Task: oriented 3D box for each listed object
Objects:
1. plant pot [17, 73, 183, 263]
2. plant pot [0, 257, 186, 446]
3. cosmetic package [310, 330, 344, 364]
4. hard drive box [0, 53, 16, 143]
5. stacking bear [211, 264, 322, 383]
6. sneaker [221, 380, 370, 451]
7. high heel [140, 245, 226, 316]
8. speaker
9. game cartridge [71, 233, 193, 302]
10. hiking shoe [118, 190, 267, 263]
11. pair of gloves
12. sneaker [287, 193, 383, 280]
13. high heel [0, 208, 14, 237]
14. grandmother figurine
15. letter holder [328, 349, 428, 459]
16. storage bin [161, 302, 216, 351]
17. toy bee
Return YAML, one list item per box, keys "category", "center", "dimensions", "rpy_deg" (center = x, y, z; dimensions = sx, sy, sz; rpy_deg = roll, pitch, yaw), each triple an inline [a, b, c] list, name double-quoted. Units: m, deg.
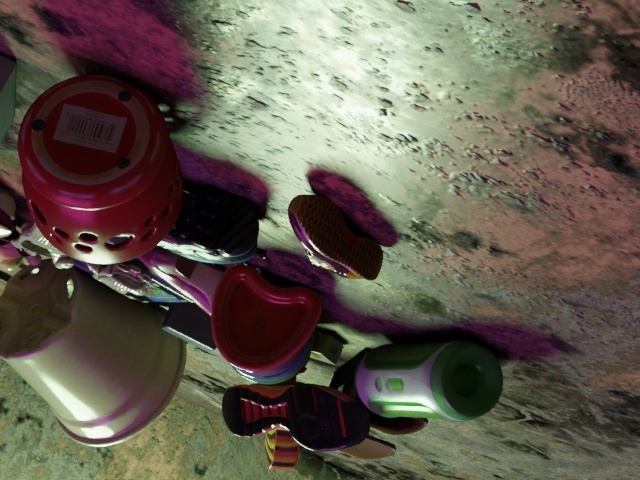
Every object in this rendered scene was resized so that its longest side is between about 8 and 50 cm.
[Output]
- category: "plant pot"
  center: [-0.262, -0.086, 1.404]
  dimensions: [0.191, 0.191, 0.174]
  rpy_deg: [22, 161, 6]
- category: "plant pot"
  center: [-0.491, 0.204, 2.402]
  dimensions: [0.334, 0.333, 0.305]
  rpy_deg: [12, 156, 36]
- category: "cosmetic package"
  center: [-0.022, 0.189, 2.190]
  dimensions: [0.115, 0.041, 0.060]
  rpy_deg: [11, 160, 38]
- category: "hard drive box"
  center: [-0.497, -0.200, 1.553]
  dimensions: [0.181, 0.089, 0.232]
  rpy_deg: [26, 163, -8]
- category: "stacking bear"
  center: [-0.082, 0.168, 2.027]
  dimensions: [0.175, 0.164, 0.289]
  rpy_deg: [21, 168, 12]
- category: "sneaker"
  center: [-0.025, 0.287, 2.091]
  dimensions: [0.314, 0.115, 0.136]
  rpy_deg: [2, -170, 40]
- category: "high heel"
  center: [-0.217, 0.069, 2.027]
  dimensions: [0.117, 0.082, 0.244]
  rpy_deg: [20, 169, 39]
- category: "speaker"
  center: [0.164, 0.222, 1.888]
  dimensions: [0.131, 0.131, 0.296]
  rpy_deg: [30, 163, -18]
- category: "game cartridge"
  center: [-0.357, 0.041, 2.171]
  dimensions: [0.230, 0.068, 0.355]
  rpy_deg: [37, 160, -26]
- category: "hiking shoe"
  center: [-0.229, -0.029, 1.667]
  dimensions: [0.304, 0.113, 0.132]
  rpy_deg: [21, 163, 9]
- category: "pair of gloves"
  center: [-0.412, 0.038, 2.067]
  dimensions: [0.240, 0.042, 0.204]
  rpy_deg: [30, 163, -21]
- category: "sneaker"
  center: [0.000, 0.000, 1.520]
  dimensions: [0.084, 0.069, 0.185]
  rpy_deg: [2, 153, 40]
- category: "high heel"
  center: [-0.650, -0.136, 1.892]
  dimensions: [0.377, 0.181, 0.127]
  rpy_deg: [25, 145, -22]
- category: "grandmother figurine"
  center: [-0.613, -0.023, 2.243]
  dimensions: [0.208, 0.104, 0.342]
  rpy_deg: [30, 164, -1]
- category: "letter holder"
  center: [0.124, 0.336, 2.261]
  dimensions: [0.215, 0.152, 0.302]
  rpy_deg: [23, 164, -4]
- category: "storage bin"
  center: [-0.232, 0.150, 2.274]
  dimensions: [0.135, 0.091, 0.098]
  rpy_deg: [28, 163, -15]
- category: "toy bee"
  center: [-0.094, 0.309, 2.427]
  dimensions: [0.298, 0.195, 0.162]
  rpy_deg: [53, 141, 35]
